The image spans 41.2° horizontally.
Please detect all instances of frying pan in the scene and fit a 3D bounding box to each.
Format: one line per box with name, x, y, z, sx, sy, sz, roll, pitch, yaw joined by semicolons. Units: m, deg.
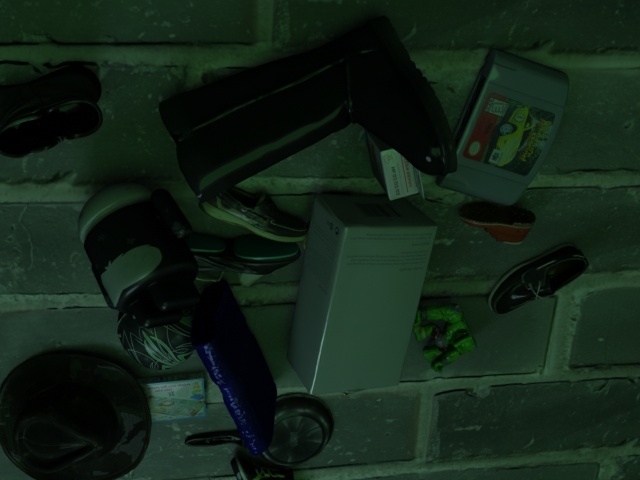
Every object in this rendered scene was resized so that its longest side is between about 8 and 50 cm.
frying pan;-0.121;0.424;1.923;0.326;0.053;0.197;15;110;-21

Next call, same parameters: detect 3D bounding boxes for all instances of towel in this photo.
towel;-0.178;0.260;1.736;0.076;0.228;0.308;-16;118;11

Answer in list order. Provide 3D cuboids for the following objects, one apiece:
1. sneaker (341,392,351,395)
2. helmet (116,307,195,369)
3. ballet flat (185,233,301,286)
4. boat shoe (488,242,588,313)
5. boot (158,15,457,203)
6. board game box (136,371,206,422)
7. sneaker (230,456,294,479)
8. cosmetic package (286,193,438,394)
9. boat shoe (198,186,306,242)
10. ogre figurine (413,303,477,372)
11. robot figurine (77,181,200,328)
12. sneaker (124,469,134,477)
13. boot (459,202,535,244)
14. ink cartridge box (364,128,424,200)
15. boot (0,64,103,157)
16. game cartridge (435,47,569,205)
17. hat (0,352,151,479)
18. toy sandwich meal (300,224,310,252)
sneaker;0.032;0.305;1.881;0.134;0.070;0.051;8;115;-13
helmet;-0.323;0.177;1.700;0.169;0.161;0.169;-4;115;-9
ballet flat;-0.181;0.037;1.709;0.280;0.095;0.096;5;124;-2
boat shoe;0.474;0.091;1.862;0.233;0.079;0.084;-32;118;7
boot;-0.029;-0.181;1.489;0.445;0.367;0.146;-21;143;-4
board game box;-0.328;0.343;1.853;0.154;0.026;0.103;-4;116;-9
sneaker;-0.112;0.550;1.971;0.097;0.084;0.235;-43;123;2
cosmetic package;0.077;0.111;1.730;0.217;0.156;0.385;1;117;-26
boat shoe;-0.124;-0.059;1.673;0.223;0.080;0.073;18;115;-13
ogre figurine;0.272;0.207;1.868;0.118;0.097;0.197;-20;106;12
robot figurine;-0.332;0.024;1.575;0.209;0.278;0.173;-30;162;-8
sneaker;-0.454;0.444;1.867;0.076;0.065;0.166;-48;115;-10
boot;0.364;-0.030;1.795;0.158;0.059;0.085;10;140;0
ink cartridge box;0.139;-0.148;1.624;0.061;0.181;0.104;-16;116;-3
boot;-0.535;-0.195;1.449;0.338;0.223;0.118;-26;118;2
game cartridge;0.373;-0.218;1.711;0.196;0.060;0.294;12;112;-20
hat;-0.519;0.388;1.738;0.331;0.134;0.331;0;99;-1
toy sandwich meal;0.000;0.000;1.755;0.085;0.029;0.086;-3;114;-6
